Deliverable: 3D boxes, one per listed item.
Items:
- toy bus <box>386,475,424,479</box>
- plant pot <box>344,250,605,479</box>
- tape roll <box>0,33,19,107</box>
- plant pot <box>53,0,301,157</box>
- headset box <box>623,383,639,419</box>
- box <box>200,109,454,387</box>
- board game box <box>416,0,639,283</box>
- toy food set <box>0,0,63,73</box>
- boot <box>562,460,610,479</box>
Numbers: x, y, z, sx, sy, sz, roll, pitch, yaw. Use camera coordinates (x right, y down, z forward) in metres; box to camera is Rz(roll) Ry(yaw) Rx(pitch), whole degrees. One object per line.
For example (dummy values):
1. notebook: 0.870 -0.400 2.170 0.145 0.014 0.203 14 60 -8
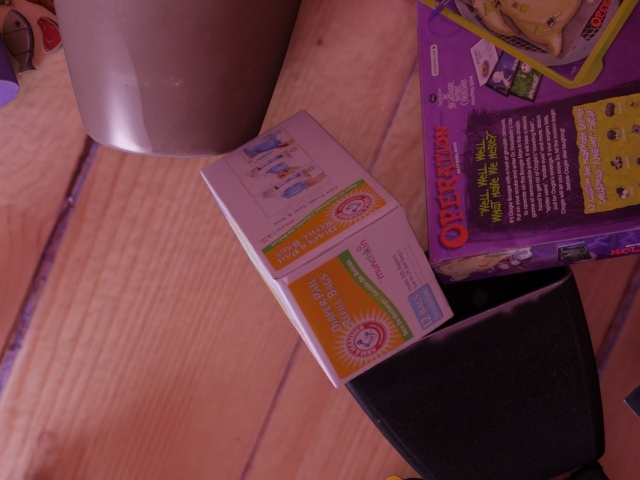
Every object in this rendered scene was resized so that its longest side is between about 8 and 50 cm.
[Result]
1. toy bus: 0.153 0.304 0.941 0.212 0.220 0.149 15 98 -27
2. plant pot: 0.133 0.104 0.922 0.188 0.188 0.167 -25 104 9
3. tape roll: -0.365 -0.141 0.983 0.189 0.189 0.080 -19 90 10
4. plant pot: -0.115 -0.195 0.928 0.263 0.263 0.229 8 111 9
5. headset box: 0.400 0.095 0.829 0.283 0.246 0.131 -45 53 7
6. box: 0.000 0.000 0.869 0.103 0.203 0.114 -31 121 -5
7. board game box: 0.179 -0.145 0.872 0.208 0.056 0.346 -7 63 15
8. toy food set: -0.270 -0.223 1.049 0.078 0.019 0.122 -22 89 10
9. boot: 0.228 0.249 0.887 0.077 0.198 0.137 -37 78 6
